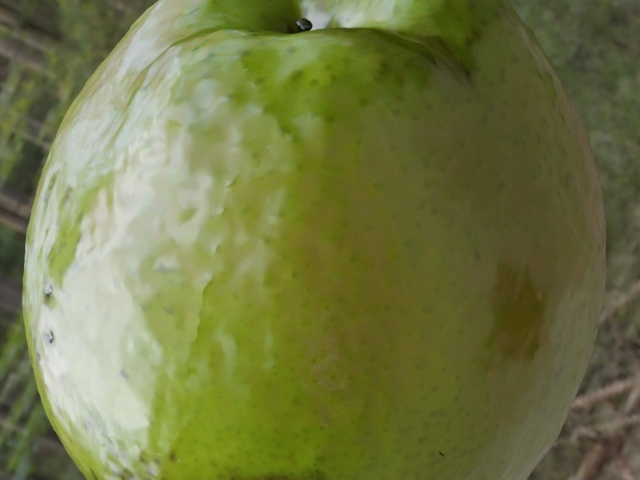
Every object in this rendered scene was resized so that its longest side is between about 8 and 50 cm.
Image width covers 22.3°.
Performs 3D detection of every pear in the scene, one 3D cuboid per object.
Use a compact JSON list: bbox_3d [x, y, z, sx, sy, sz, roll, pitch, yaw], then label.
[{"bbox_3d":[0.000,0.000,0.994,0.391,0.391,0.391,-61,11,20],"label":"pear"}]
